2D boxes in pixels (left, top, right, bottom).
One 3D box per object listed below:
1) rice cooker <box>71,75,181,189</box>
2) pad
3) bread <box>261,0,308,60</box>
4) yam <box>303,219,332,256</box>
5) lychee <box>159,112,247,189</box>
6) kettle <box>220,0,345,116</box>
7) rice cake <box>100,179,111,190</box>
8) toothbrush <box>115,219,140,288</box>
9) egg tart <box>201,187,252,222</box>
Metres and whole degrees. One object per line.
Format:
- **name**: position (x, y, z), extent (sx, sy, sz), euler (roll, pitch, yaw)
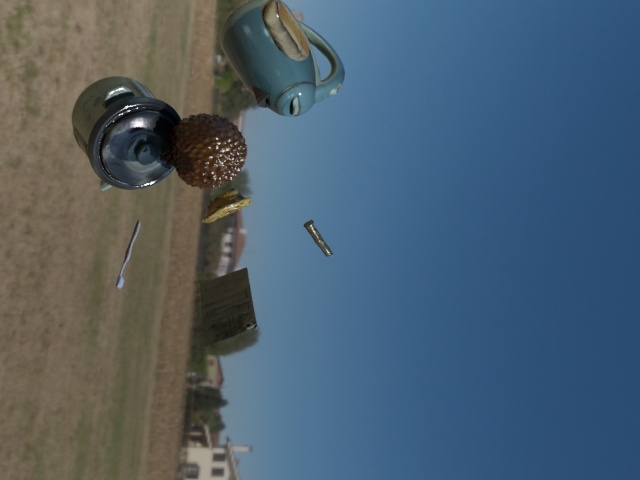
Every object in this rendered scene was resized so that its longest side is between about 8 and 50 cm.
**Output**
- **rice cooker**: position (-0.521, -0.290, 1.730), extent (0.317, 0.264, 0.317), euler (48, -26, 33)
- **pad**: position (-0.277, 0.188, 1.879), extent (0.265, 0.159, 0.009), euler (-108, 177, -50)
- **bread**: position (-0.072, -0.407, 1.256), extent (0.214, 0.053, 0.073), euler (26, 55, -74)
- **yam**: position (0.000, 0.000, 1.714), extent (0.129, 0.033, 0.027), euler (53, 30, -31)
- **lychee**: position (-0.304, -0.230, 1.654), extent (0.200, 0.238, 0.200), euler (-10, 90, -77)
- **kettle**: position (-0.095, -0.541, 1.947), extent (0.342, 0.319, 0.247), euler (61, -17, 20)
- **rice cake**: position (-0.610, -0.194, 1.907), extent (0.170, 0.029, 0.033), euler (-25, -102, 37)
- **toothbrush**: position (-0.467, 0.030, 1.553), extent (0.019, 0.013, 0.193), euler (56, 34, -52)
- **egg tart**: position (-0.216, -0.079, 1.424), extent (0.049, 0.128, 0.129), euler (65, -10, -4)
